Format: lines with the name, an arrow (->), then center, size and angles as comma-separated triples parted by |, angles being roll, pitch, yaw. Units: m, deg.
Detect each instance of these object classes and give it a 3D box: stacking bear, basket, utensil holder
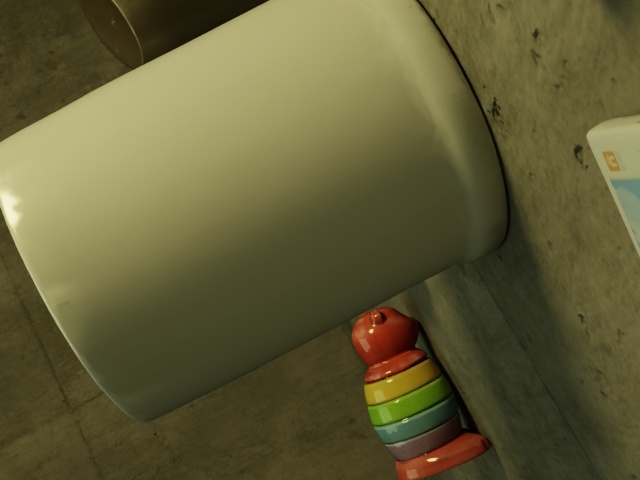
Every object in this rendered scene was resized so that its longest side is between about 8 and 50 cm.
stacking bear -> 0.150, 0.252, 1.377 | 0.175, 0.164, 0.289 | 113, 134, -82
basket -> -0.175, -0.327, 0.979 | 0.204, 0.227, 0.154 | 57, 157, -17
utensil holder -> -0.069, -0.047, 0.776 | 0.328, 0.385, 0.327 | 61, 173, 13

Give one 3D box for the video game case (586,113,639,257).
video game case -> 0.224, 0.033, 0.383 | 0.213, 0.023, 0.193 | 63, 174, -8
